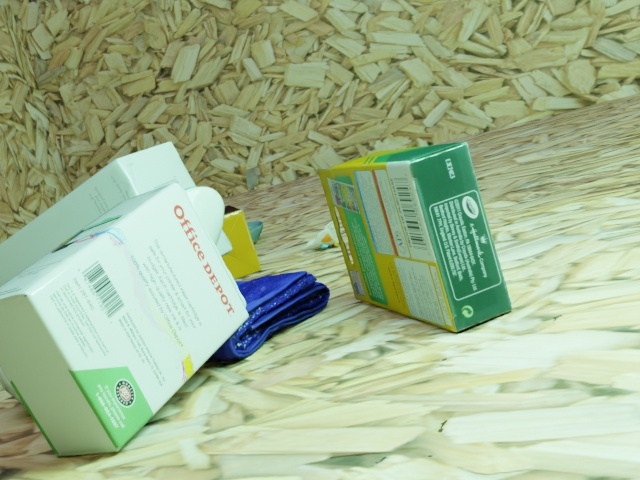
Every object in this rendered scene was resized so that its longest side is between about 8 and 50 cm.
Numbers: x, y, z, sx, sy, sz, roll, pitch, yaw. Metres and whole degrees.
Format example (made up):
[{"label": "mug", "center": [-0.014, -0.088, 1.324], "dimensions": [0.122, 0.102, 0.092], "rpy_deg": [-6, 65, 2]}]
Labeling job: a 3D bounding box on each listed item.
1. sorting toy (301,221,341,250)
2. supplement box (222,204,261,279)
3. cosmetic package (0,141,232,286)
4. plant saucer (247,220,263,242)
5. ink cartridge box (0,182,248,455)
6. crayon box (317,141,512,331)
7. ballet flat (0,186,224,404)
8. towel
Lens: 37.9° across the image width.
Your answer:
[{"label": "sorting toy", "center": [0.000, 0.000, 1.872], "dimensions": [0.075, 0.045, 0.083], "rpy_deg": [-22, 7, 17]}, {"label": "supplement box", "center": [-0.243, 0.020, 1.911], "dimensions": [0.191, 0.129, 0.194], "rpy_deg": [-19, 9, -12]}, {"label": "cosmetic package", "center": [-0.364, 0.030, 1.536], "dimensions": [0.385, 0.217, 0.156], "rpy_deg": [-28, 2, 30]}, {"label": "plant saucer", "center": [-0.285, 0.022, 2.270], "dimensions": [0.317, 0.044, 0.317], "rpy_deg": [-17, 8, 3]}, {"label": "ink cartridge box", "center": [-0.235, 0.085, 1.097], "dimensions": [0.117, 0.201, 0.278], "rpy_deg": [-14, 20, 36]}, {"label": "crayon box", "center": [0.109, -0.012, 1.189], "dimensions": [0.083, 0.203, 0.323], "rpy_deg": [-20, 9, -17]}, {"label": "ballet flat", "center": [-0.270, 0.093, 1.291], "dimensions": [0.400, 0.139, 0.139], "rpy_deg": [-40, 11, -3]}, {"label": "towel", "center": [-0.167, 0.111, 1.374], "dimensions": [0.308, 0.076, 0.227], "rpy_deg": [-10, 10, 39]}]
